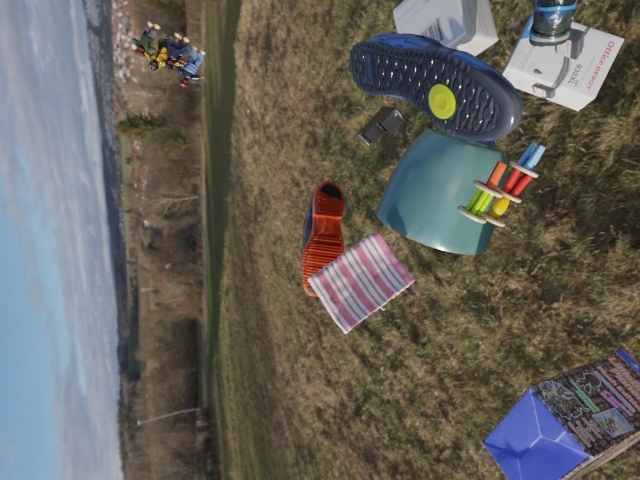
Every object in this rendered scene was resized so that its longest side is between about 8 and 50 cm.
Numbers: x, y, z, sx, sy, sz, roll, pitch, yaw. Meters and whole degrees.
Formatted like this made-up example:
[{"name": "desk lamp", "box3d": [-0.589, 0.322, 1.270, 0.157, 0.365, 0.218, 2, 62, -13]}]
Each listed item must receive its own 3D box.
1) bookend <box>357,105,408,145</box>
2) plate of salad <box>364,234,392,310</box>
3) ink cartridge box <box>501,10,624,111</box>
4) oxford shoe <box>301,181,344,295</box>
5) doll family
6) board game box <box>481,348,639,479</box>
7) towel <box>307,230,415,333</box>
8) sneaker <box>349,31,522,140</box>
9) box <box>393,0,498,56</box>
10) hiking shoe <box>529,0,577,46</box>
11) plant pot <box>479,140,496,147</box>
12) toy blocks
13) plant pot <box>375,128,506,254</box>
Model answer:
[{"name": "bookend", "box3d": [0.242, -0.443, 1.586, 0.156, 0.072, 0.157, -47, 22, 7]}, {"name": "plate of salad", "box3d": [0.152, 0.080, 1.041, 0.200, 0.048, 0.199, -14, -90, -75]}, {"name": "ink cartridge box", "box3d": [0.832, -0.629, 1.414, 0.222, 0.308, 0.129, -65, -10, 4]}, {"name": "oxford shoe", "box3d": [0.000, 0.000, 0.973, 0.098, 0.097, 0.270, 159, 122, -70]}, {"name": "doll family", "box3d": [-0.401, -0.487, 1.074, 0.076, 0.193, 0.111, 100, -168, -82]}, {"name": "board game box", "box3d": [0.530, 0.382, 0.835, 0.141, 0.292, 0.231, -122, 33, -43]}, {"name": "towel", "box3d": [0.088, 0.085, 0.866, 0.144, 0.197, 0.029, 54, 164, 8]}, {"name": "sneaker", "box3d": [0.118, -0.163, 0.393, 0.209, 0.082, 0.069, 45, 151, 42]}, {"name": "box", "box3d": [0.287, -0.506, 0.945, 0.181, 0.119, 0.181, -19, 80, 57]}, {"name": "hiking shoe", "box3d": [0.547, -0.593, 0.926, 0.132, 0.113, 0.303, 65, -148, -59]}, {"name": "plant pot", "box3d": [0.423, -0.240, 1.316, 0.236, 0.213, 0.235, -145, 43, -88]}, {"name": "toy blocks", "box3d": [0.311, -0.101, 0.679, 0.054, 0.123, 0.148, 46, 120, 41]}, {"name": "plant pot", "box3d": [0.312, -0.136, 0.990, 0.293, 0.294, 0.234, 46, 126, 50]}]
